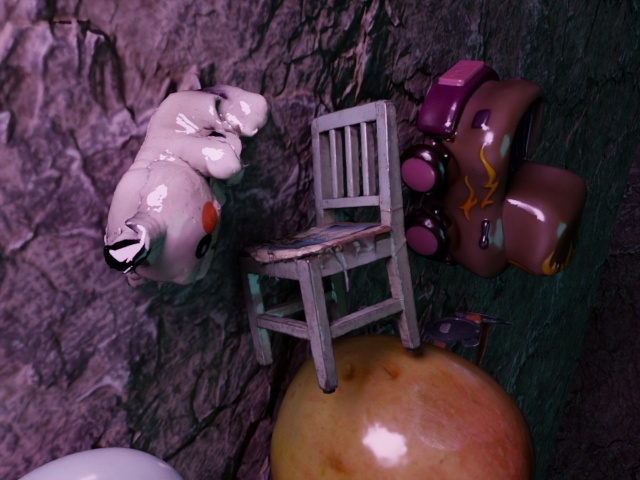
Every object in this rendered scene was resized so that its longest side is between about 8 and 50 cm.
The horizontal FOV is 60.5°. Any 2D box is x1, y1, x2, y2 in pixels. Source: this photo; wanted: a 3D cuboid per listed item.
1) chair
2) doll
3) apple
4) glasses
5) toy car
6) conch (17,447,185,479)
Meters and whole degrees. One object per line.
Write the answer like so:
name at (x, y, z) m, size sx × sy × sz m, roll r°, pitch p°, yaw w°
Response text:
chair at (0.000, 0.000, 0.581) m, size 0.147 × 0.136 × 0.271 m, roll -14°, pitch 100°, yaw -37°
doll at (-0.115, -0.043, 0.452) m, size 0.095 × 0.149 × 0.192 m, roll 25°, pitch 69°, yaw -12°
apple at (0.089, 0.286, 0.687) m, size 0.338 × 0.304 × 0.339 m, roll -47°, pitch 149°, yaw -41°
glasses at (0.272, 0.270, 1.072) m, size 0.234 × 0.118 × 0.269 m, roll -7°, pitch 107°, yaw -54°
toy car at (0.282, -0.095, 0.855) m, size 0.271 × 0.240 × 0.341 m, roll -45°, pitch 137°, yaw -38°
conch at (-0.203, 0.256, 0.423) m, size 0.221 × 0.120 × 0.185 m, roll -17°, pitch 115°, yaw -43°
